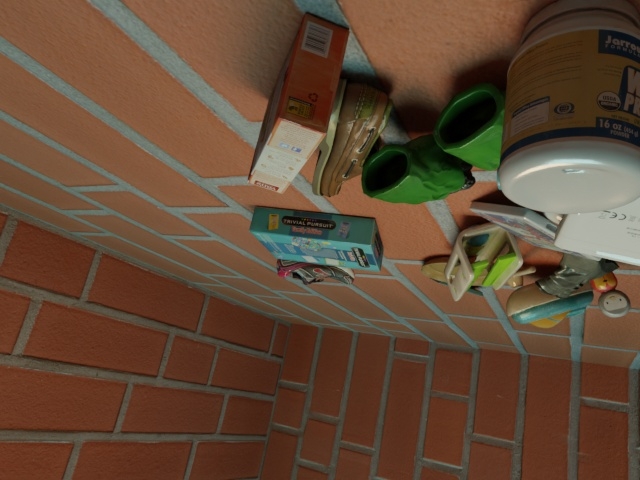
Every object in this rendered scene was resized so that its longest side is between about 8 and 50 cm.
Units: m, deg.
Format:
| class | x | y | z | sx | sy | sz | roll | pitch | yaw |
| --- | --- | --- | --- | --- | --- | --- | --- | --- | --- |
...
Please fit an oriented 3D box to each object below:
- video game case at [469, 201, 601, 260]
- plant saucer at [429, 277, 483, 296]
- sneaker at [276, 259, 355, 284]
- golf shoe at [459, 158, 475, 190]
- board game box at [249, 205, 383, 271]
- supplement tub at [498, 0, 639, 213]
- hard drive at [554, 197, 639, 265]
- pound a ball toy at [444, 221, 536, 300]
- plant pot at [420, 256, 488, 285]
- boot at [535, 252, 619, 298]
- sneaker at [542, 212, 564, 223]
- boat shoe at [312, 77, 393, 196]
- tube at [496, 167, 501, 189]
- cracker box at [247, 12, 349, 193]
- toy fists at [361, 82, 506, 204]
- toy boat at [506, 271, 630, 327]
| class | x | y | z | sx | sy | sz | roll | pitch | yaw |
| --- | --- | --- | --- | --- | --- | --- | --- | --- | --- |
| video game case | 0.419 | -0.022 | 0.957 | 0.183 | 0.023 | 0.201 | 27 | -177 | -13 |
| plant saucer | 0.470 | 0.156 | 1.653 | 0.192 | 0.018 | 0.067 | 19 | -175 | -21 |
| sneaker | -0.018 | 0.106 | 1.685 | 0.299 | 0.112 | 0.121 | 18 | 162 | -22 |
| golf shoe | 0.179 | -0.108 | 0.890 | 0.198 | 0.077 | 0.094 | 2 | 174 | -3 |
| board game box | 0.000 | 0.000 | 1.381 | 0.336 | 0.079 | 0.254 | 7 | 162 | 15 |
| supplement tub | 0.277 | -0.143 | 0.525 | 0.144 | 0.199 | 0.144 | 10 | 164 | 3 |
| hard drive | 0.490 | -0.079 | 0.652 | 0.233 | 0.047 | 0.353 | 14 | 149 | 17 |
| pound a ball toy | 0.431 | 0.046 | 1.221 | 0.208 | 0.135 | 0.319 | -16 | 160 | 3 |
| plant pot | 0.429 | 0.093 | 1.484 | 0.236 | 0.032 | 0.236 | 10 | 164 | 3 |
| boot | 0.559 | 0.065 | 1.094 | 0.246 | 0.083 | 0.161 | 23 | 125 | -36 |
| sneaker | 0.525 | -0.082 | 0.773 | 0.293 | 0.108 | 0.169 | 11 | 149 | 16 |
| boat shoe | 0.049 | -0.147 | 0.817 | 0.104 | 0.110 | 0.307 | 12 | 163 | 1 |
| tube | 0.400 | -0.110 | 0.787 | 0.207 | 0.080 | 0.052 | 4 | -171 | 34 |
| cracker box | -0.041 | -0.180 | 0.690 | 0.067 | 0.155 | 0.232 | 16 | 162 | -13 |
| toy fists | 0.195 | -0.133 | 0.722 | 0.142 | 0.096 | 0.279 | 10 | 151 | -39 |
| toy boat | 0.657 | 0.162 | 1.281 | 0.268 | 0.148 | 0.318 | -9 | 161 | -22 |
